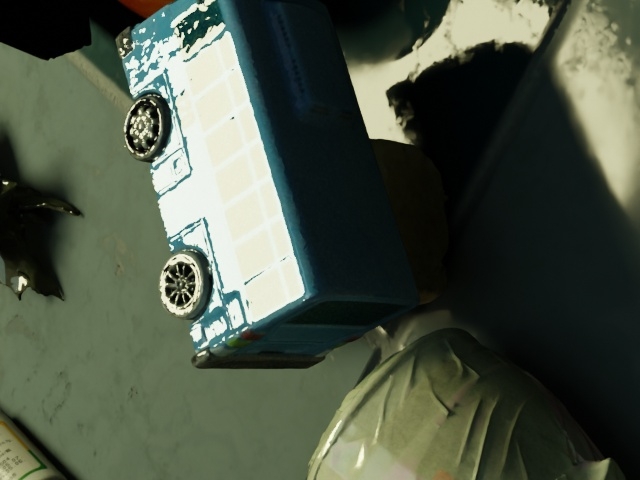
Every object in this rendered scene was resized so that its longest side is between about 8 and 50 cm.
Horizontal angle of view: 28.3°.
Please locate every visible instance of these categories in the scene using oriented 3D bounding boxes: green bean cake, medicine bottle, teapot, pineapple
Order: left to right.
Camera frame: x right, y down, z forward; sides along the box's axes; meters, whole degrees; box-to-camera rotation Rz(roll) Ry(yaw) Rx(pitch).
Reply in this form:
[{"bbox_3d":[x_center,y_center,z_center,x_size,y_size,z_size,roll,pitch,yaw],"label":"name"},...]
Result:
[{"bbox_3d":[-0.384,-0.053,1.225,0.364,0.165,0.166,15,99,33],"label":"pineapple"},{"bbox_3d":[-0.317,0.203,1.204,0.220,0.061,0.092,33,130,39],"label":"medicine bottle"},{"bbox_3d":[0.000,0.000,0.892,0.179,0.085,0.109,-14,76,41],"label":"green bean cake"},{"bbox_3d":[0.079,0.181,0.747,0.178,0.163,0.222,34,85,31],"label":"teapot"}]

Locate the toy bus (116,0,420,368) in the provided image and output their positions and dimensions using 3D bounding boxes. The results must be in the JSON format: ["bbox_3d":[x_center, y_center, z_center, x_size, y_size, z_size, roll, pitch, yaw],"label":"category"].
[{"bbox_3d":[-0.035,-0.047,0.795,0.133,0.116,0.234,-30,67,36],"label":"toy bus"}]

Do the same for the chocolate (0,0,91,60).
[{"bbox_3d":[-0.280,-0.385,1.010,0.384,0.383,0.331,47,109,33],"label":"chocolate"}]

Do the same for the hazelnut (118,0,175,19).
[{"bbox_3d":[-0.075,-0.253,0.908,0.212,0.181,0.181,-66,28,7],"label":"hazelnut"}]
